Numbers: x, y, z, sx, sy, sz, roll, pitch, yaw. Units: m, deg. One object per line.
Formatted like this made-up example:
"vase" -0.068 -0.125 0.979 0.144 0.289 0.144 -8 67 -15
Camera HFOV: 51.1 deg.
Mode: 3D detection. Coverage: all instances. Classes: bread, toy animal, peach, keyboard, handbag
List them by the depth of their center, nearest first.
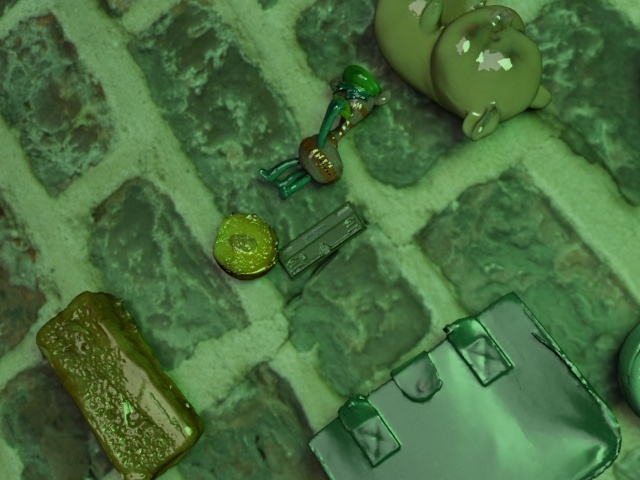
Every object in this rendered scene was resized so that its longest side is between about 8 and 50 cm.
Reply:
"handbag" 0.170 0.244 0.814 0.326 0.089 0.238 -37 73 5
"toy animal" 0.174 -0.246 0.861 0.166 0.154 0.250 -34 68 -17
"toy animal" 0.006 -0.144 0.911 0.100 0.103 0.208 44 93 16
"peach" -0.102 0.013 0.934 0.098 0.061 0.098 2 67 -5
"keyboard" 0.000 0.000 0.935 0.129 0.015 0.049 -35 69 6
"bread" -0.277 0.198 0.937 0.139 0.077 0.271 -41 75 0

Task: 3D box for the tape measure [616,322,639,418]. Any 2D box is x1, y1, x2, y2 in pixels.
"tape measure" 0.420 0.233 0.770 0.163 0.084 0.331 5 95 14
